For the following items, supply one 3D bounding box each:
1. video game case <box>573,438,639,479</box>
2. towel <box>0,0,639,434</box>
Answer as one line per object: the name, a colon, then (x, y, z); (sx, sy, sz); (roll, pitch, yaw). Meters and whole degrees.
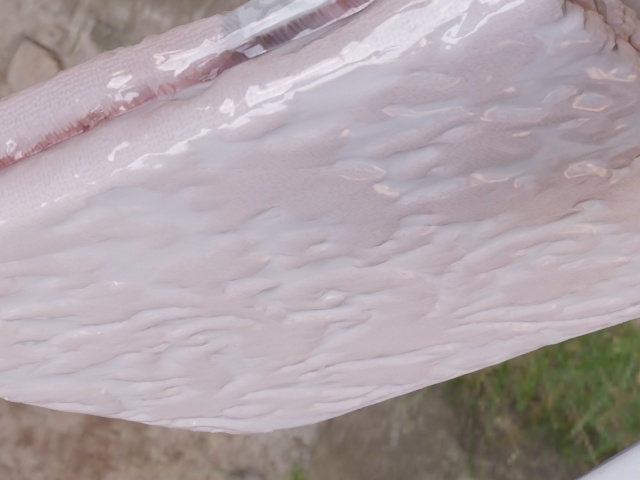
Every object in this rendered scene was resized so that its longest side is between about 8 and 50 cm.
video game case: (0.122, 0.039, 0.375); (0.201, 0.183, 0.023); (-41, 70, 40)
towel: (0.000, 0.000, 0.583); (0.317, 0.053, 0.332); (-21, 158, 24)
